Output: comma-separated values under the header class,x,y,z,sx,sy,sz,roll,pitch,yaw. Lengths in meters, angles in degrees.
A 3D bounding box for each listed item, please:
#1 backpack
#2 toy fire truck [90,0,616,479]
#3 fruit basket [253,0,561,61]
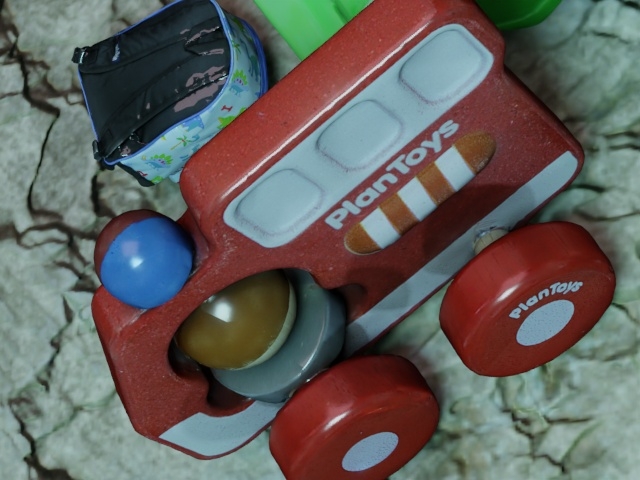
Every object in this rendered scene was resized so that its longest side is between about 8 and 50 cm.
class,x,y,z,sx,sy,sz,roll,pitch,yaw
backpack,-0.089,-0.100,1.206,0.114,0.084,0.105,-29,59,23
toy fire truck,0.000,0.000,1.010,0.302,0.254,0.169,-38,56,12
fruit basket,0.059,-0.327,1.033,0.283,0.392,0.392,-17,53,-24
